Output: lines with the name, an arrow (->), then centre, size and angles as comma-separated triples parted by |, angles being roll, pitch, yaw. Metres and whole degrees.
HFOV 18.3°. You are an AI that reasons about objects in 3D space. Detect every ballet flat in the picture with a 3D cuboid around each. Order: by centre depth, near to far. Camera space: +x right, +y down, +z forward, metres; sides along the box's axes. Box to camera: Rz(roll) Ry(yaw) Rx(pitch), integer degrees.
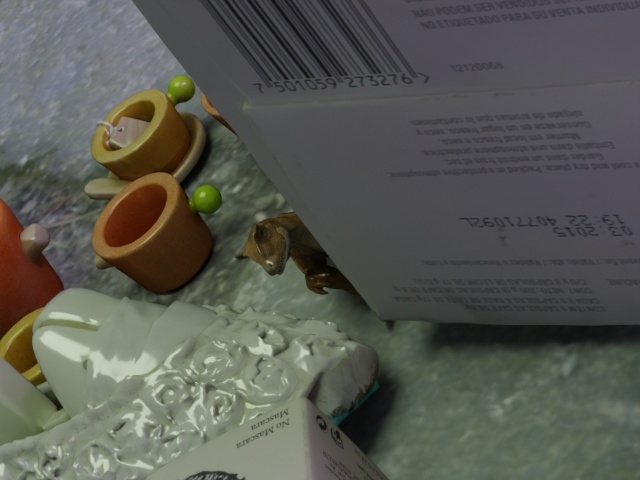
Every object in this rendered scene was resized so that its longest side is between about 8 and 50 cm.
ballet flat -> -0.166, 0.106, 1.176 | 0.409, 0.147, 0.147 | -23, 39, 26

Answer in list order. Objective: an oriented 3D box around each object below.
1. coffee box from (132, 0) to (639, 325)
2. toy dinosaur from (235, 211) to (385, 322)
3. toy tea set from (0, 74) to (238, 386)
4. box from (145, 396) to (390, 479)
coffee box -> 0.145, -0.185, 1.000 | 0.338, 0.338, 0.334 | 0, 54, 34
toy dinosaur -> 0.000, 0.000, 1.204 | 0.211, 0.112, 0.064 | 41, -110, -85
toy tea set -> -0.155, -0.038, 1.354 | 0.336, 0.124, 0.200 | -49, 35, -11
box -> -0.019, 0.216, 0.973 | 0.113, 0.094, 0.275 | -29, 36, 17
